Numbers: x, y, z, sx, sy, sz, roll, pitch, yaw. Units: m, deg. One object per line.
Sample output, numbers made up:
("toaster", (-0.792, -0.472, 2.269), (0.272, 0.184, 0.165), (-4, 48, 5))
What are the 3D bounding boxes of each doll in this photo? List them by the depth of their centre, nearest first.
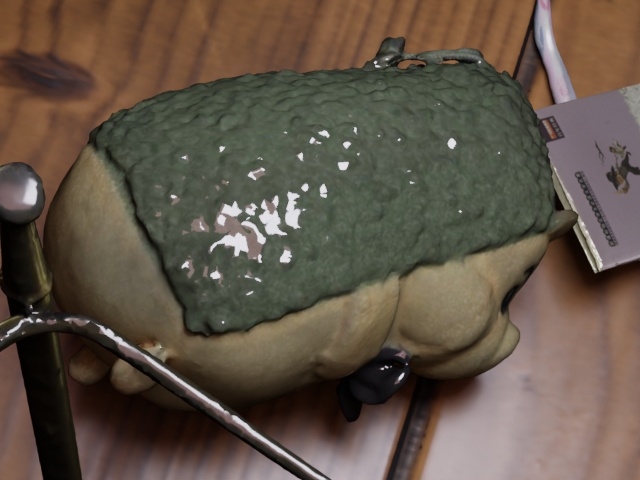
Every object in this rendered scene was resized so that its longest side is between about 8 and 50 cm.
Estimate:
("doll", (0.000, 0.000, 1.242), (0.349, 0.247, 0.247), (-20, 75, -22))

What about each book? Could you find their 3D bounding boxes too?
("book", (0.238, -0.053, 1.352), (0.181, 0.014, 0.127), (-15, 73, -32))

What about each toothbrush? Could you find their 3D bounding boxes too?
("toothbrush", (0.173, -0.142, 1.403), (0.027, 0.021, 0.269), (-18, 74, 2))

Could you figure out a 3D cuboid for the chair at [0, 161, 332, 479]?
("chair", (-0.118, 0.257, 1.038), (0.364, 0.410, 0.362), (34, 73, 5))
